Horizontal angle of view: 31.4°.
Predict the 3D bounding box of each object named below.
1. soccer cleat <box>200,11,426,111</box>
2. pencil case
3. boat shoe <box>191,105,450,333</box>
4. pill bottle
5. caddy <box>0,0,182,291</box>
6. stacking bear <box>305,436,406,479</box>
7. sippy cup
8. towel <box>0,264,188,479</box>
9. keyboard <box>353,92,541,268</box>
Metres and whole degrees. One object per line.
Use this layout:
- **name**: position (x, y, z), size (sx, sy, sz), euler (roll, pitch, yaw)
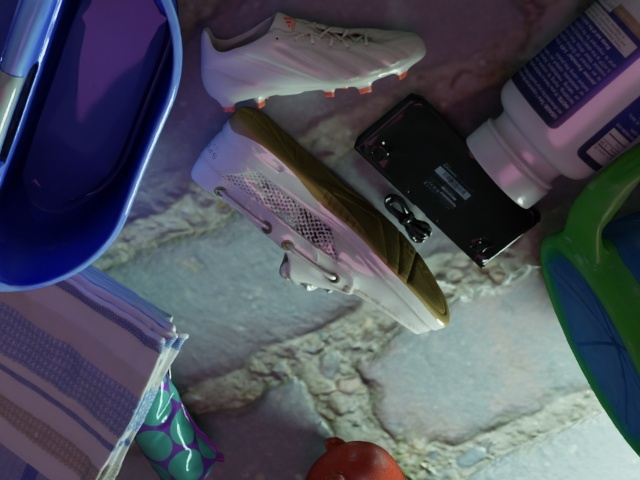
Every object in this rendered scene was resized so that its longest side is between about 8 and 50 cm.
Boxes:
- **soccer cleat**: position (-0.008, -0.163, 0.977), size (0.196, 0.068, 0.076), euler (-9, 114, 5)
- **pencil case**: position (-0.158, 0.176, 1.141), size (0.070, 0.064, 0.151), euler (-25, 116, -2)
- **boat shoe**: position (0.000, 0.000, 1.045), size (0.277, 0.098, 0.096), euler (42, 109, -11)
- **pill bottle**: position (0.222, -0.119, 0.982), size (0.187, 0.112, 0.112), euler (-42, 111, 17)
- **caddy**: position (-0.249, -0.121, 0.924), size (0.241, 0.179, 0.341), euler (20, 114, -13)
- **stacking bear**: position (0.093, 0.329, 1.185), size (0.164, 0.175, 0.289), euler (-37, 105, 17)
- **sippy cup**: position (0.350, 0.055, 1.026), size (0.224, 0.240, 0.305), euler (-25, 154, -1)
- **towel**: position (-0.266, 0.141, 1.096), size (0.209, 0.034, 0.285), euler (32, 115, 9)
- **keyboard**: position (0.110, -0.047, 1.062), size (0.108, 0.023, 0.180), euler (-40, 111, 21)
